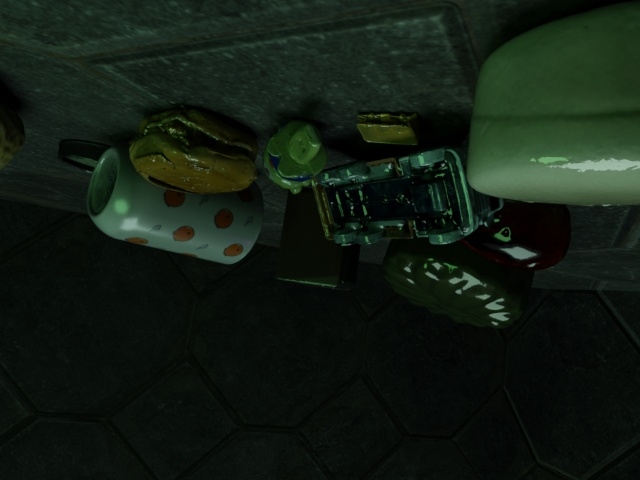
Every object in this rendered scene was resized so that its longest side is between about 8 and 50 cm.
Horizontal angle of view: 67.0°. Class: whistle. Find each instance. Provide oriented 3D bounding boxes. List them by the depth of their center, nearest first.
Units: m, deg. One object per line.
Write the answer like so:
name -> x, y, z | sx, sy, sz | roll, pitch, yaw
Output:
whistle -> -0.040, -0.132, 0.748 | 0.085, 0.105, 0.227 | -27, -175, -14

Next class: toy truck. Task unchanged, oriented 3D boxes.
toy truck -> 0.134, -0.078, 0.766 | 0.162, 0.136, 0.305 | -25, -165, -36

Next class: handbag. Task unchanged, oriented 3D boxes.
handbag -> 0.096, -0.157, 0.680 | 0.083, 0.027, 0.061 | 7, 173, 18

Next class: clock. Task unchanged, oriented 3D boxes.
clock -> -0.506, -0.182, 1.117 | 0.185, 0.040, 0.184 | 8, 173, 1

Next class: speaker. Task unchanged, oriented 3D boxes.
speaker -> 0.000, 0.000, 1.221 | 0.193, 0.230, 0.153 | 7, 173, 17

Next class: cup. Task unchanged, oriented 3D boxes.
cup -> -0.310, -0.078, 1.037 | 0.212, 0.212, 0.317 | 1, 169, 45

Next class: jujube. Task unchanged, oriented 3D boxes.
jujube -> 0.355, -0.026, 0.937 | 0.237, 0.168, 0.168 | 8, 174, 26

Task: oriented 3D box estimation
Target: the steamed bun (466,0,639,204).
steamed bun -> 0.247, -0.106, 0.420 | 0.242, 0.146, 0.164 | 3, 176, 34

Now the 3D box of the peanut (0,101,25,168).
peanut -> -0.569, -0.188, 0.771 | 0.153, 0.140, 0.325 | 30, 171, -18

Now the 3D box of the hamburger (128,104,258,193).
hamburger -> -0.216, -0.148, 0.831 | 0.214, 0.108, 0.214 | 4, 169, 1

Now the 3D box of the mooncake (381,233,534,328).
mooncake -> 0.327, 0.074, 1.173 | 0.357, 0.194, 0.356 | 27, 161, 10
